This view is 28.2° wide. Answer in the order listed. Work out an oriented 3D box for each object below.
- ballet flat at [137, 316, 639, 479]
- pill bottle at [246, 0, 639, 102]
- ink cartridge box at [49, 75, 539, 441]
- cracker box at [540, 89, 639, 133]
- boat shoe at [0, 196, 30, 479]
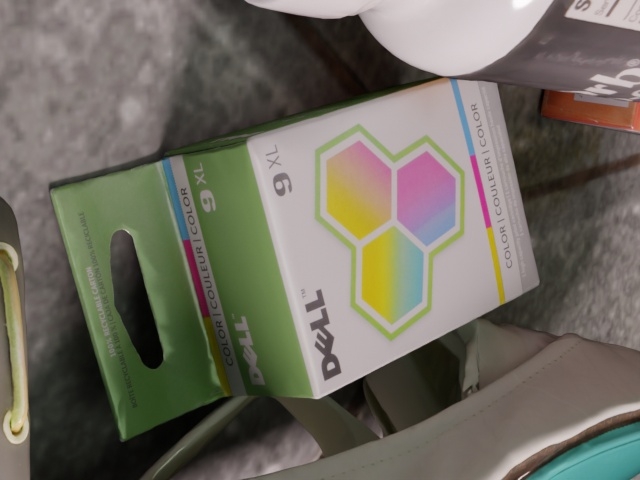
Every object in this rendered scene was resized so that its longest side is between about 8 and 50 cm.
[{"bbox_3d":[0.037,0.101,0.589,0.400,0.139,0.139,-18,114,-42],"label":"ballet flat"},{"bbox_3d":[0.105,-0.143,0.531,0.279,0.162,0.162,3,99,-29],"label":"pill bottle"},{"bbox_3d":[0.000,0.000,0.548,0.209,0.062,0.108,-21,100,-41],"label":"ink cartridge box"},{"bbox_3d":[0.236,-0.135,0.767,0.232,0.067,0.155,2,100,-47],"label":"cracker box"},{"bbox_3d":[-0.137,0.130,0.428,0.091,0.109,0.304,-11,105,-39],"label":"boat shoe"}]
